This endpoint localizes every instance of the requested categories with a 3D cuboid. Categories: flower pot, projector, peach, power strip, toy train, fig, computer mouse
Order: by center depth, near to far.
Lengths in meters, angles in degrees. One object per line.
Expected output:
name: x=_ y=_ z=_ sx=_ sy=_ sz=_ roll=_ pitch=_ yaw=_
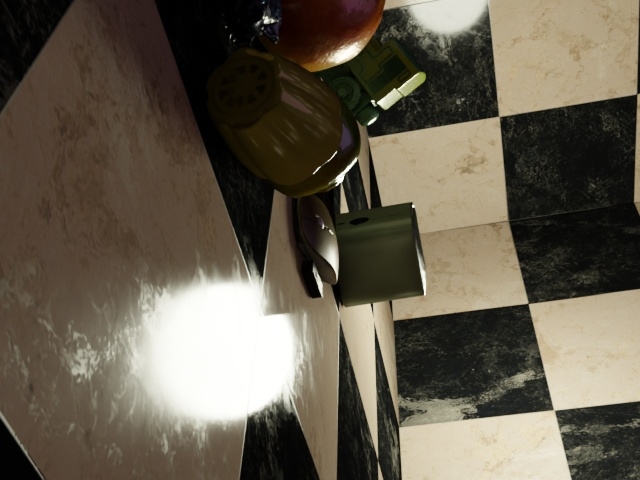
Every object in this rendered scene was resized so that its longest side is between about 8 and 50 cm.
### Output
flower pot: x=-0.081 y=-0.205 z=1.337 sx=0.179 sy=0.195 sz=0.195 roll=34 pitch=47 yaw=-62
fig: x=-0.027 y=-0.201 z=1.583 sx=0.207 sy=0.207 sz=0.230 roll=25 pitch=53 yaw=-80
peach: x=-0.008 y=-0.488 z=1.742 sx=0.308 sy=0.289 sz=0.289 roll=-96 pitch=174 yaw=-64
power strip: x=-0.018 y=0.089 z=1.930 sx=0.111 sy=0.029 sz=0.038 roll=71 pitch=14 yaw=-50
computer mouse: x=0.000 y=0.000 z=2.006 sx=0.310 sy=0.072 sz=0.158 roll=61 pitch=20 yaw=-64
toy train: x=0.057 y=-0.463 z=2.045 sx=0.369 sy=0.237 sz=0.150 roll=54 pitch=12 yaw=8
projector: x=0.175 y=0.040 z=2.508 sx=0.248 sy=0.249 sz=0.248 roll=-73 pitch=153 yaw=-71

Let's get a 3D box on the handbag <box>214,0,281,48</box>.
handbag: x=-0.131 y=-0.462 z=1.453 sx=0.162 sy=0.113 sz=0.260 roll=79 pitch=5 yaw=-61

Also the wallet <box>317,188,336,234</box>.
wallet: x=0.016 y=-0.120 z=2.318 sx=0.124 sy=0.042 sz=0.230 roll=75 pitch=13 yaw=-52

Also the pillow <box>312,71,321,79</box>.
pillow: x=-0.011 y=-0.310 z=2.215 sx=0.208 sy=0.052 sz=0.212 roll=89 pitch=-1 yaw=-52
